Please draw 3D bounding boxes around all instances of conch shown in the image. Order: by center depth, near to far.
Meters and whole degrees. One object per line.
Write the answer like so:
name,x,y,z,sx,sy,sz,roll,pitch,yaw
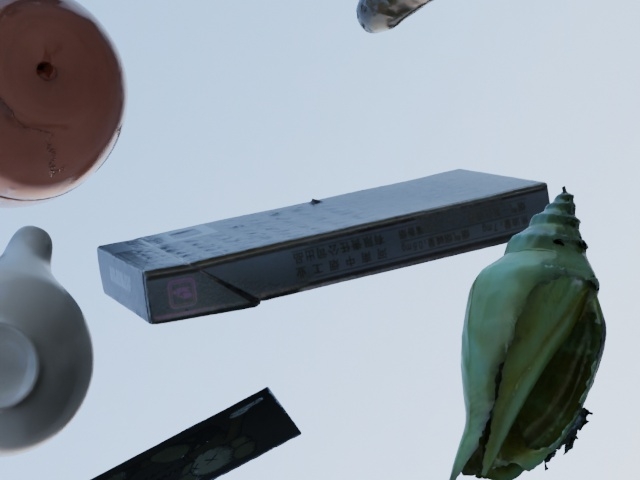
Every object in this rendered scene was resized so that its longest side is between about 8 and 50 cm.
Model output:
conch,0.140,0.063,1.252,0.079,0.095,0.201,-68,-17,-87

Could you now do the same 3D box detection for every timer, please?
timer,-0.315,-0.147,1.956,0.229,0.215,0.230,7,-105,-26

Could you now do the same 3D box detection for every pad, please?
pad,-0.110,0.166,1.382,0.004,0.190,0.127,64,173,-15

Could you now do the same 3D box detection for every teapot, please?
teapot,-0.247,0.100,1.436,0.092,0.145,0.226,-152,82,-86

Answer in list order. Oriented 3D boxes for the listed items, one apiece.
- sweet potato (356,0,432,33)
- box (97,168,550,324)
sweet potato,0.077,-0.146,0.753,0.069,0.249,0.059,-26,-99,-46
box,-0.001,0.000,1.497,0.325,0.180,0.047,-13,-80,-16
